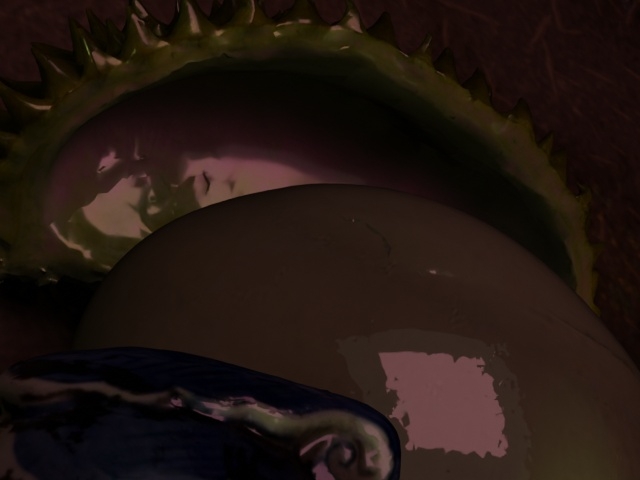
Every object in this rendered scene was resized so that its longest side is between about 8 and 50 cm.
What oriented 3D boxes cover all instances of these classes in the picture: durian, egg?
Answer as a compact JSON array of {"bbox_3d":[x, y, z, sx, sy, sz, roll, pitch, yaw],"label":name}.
[{"bbox_3d":[-0.003,-0.009,0.843,0.355,0.157,0.170,20,64,-28],"label":"durian"},{"bbox_3d":[0.023,0.093,0.727,0.269,0.219,0.219,26,45,-22],"label":"egg"}]

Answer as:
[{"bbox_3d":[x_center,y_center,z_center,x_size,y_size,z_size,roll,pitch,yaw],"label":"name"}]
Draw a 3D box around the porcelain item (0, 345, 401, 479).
[{"bbox_3d":[-0.045,0.178,0.569,0.186,0.288,0.138,9,7,-9],"label":"porcelain item"}]
